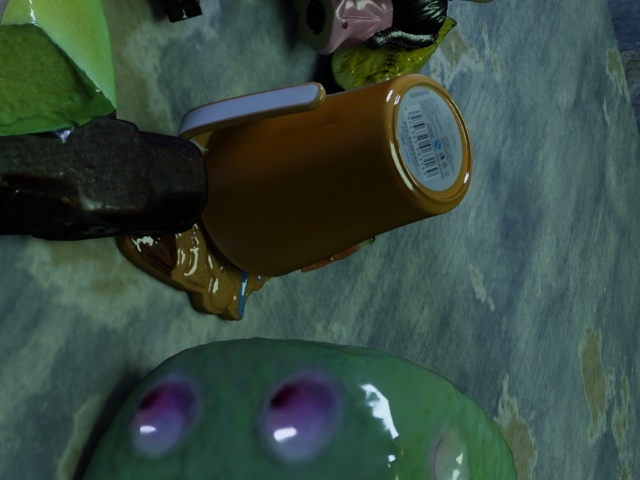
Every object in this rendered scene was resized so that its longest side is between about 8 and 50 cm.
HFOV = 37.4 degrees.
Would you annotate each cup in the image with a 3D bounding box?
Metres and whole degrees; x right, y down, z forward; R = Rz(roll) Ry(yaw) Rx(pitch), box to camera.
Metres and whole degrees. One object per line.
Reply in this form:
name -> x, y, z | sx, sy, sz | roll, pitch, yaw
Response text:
cup -> -0.005, -0.078, 0.928 | 0.226, 0.264, 0.182 | 31, 59, -37

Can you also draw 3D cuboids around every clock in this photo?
clock -> 0.063, -0.334, 1.206 | 0.195, 0.100, 0.194 | -9, 87, -30

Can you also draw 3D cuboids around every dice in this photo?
dice -> -0.015, 0.291, 0.839 | 0.318, 0.322, 0.330 | 50, 44, -45

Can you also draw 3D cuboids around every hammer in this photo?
hammer -> -0.211, -0.200, 0.799 | 0.242, 0.095, 0.409 | 5, 77, -55

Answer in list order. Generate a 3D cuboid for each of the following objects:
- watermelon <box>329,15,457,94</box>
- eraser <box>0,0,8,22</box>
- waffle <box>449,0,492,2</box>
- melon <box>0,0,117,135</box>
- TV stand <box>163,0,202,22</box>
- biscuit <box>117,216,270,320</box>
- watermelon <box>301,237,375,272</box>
watermelon -> 0.089, -0.229, 1.278 | 0.301, 0.129, 0.123 | -53, 134, -43
eraser -> -0.280, -0.254, 0.513 | 0.122, 0.272, 0.359 | 15, 72, -58
waffle -> 0.064, -0.430, 1.108 | 0.376, 0.114, 0.261 | -1, 81, -26
melon -> -0.252, -0.234, 0.661 | 0.196, 0.124, 0.324 | -4, 71, -18
TV stand -> -0.169, -0.343, 0.935 | 0.042, 0.036, 0.249 | -114, -172, -73
biscuit -> -0.110, -0.005, 1.006 | 0.280, 0.043, 0.183 | 4, 79, -62
watermelon -> 0.000, 0.000, 1.137 | 0.135, 0.125, 0.094 | 94, 16, -73
